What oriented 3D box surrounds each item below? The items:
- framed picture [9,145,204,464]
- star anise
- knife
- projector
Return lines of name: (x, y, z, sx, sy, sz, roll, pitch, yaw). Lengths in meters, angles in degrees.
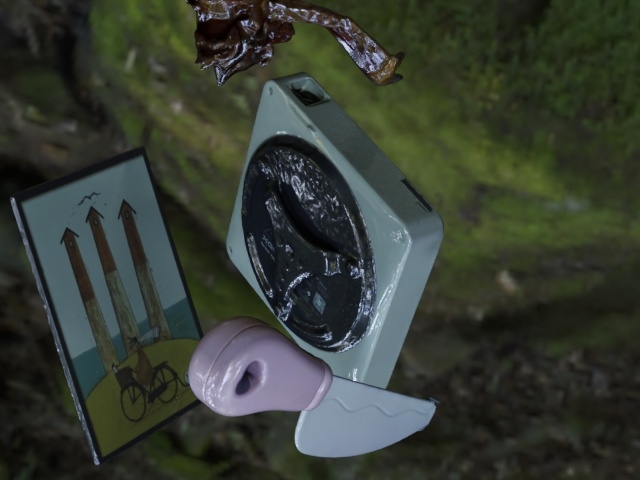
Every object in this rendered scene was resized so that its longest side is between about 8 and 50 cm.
framed picture: (-0.235, 0.070, 1.972, 0.013, 0.324, 0.244, -10, -170, 35)
star anise: (-0.030, -0.239, 1.569, 0.148, 0.237, 0.346, -1, 148, 39)
knife: (0.006, 0.128, 1.270, 0.043, 0.081, 0.336, 32, -178, 34)
projector: (0.000, 0.000, 1.732, 0.079, 0.257, 0.259, -18, 142, -32)
